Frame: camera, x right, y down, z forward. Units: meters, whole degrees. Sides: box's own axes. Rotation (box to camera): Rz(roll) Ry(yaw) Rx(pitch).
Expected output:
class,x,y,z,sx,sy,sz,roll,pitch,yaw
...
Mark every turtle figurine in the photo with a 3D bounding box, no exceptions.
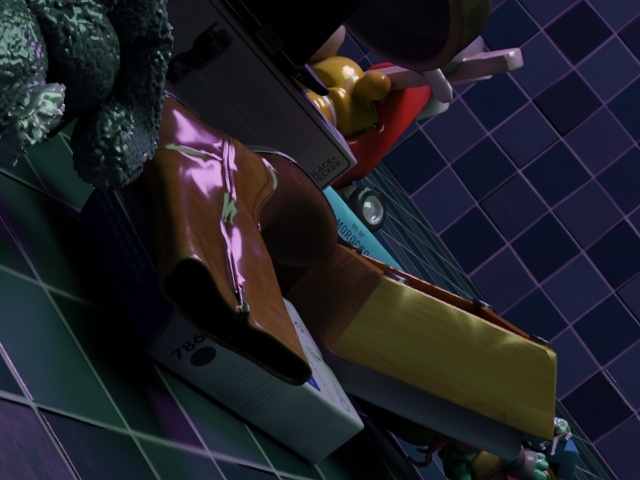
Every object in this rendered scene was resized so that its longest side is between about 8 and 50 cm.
class,x,y,z,sx,sy,sz,roll,pitch,yaw
turtle figurine,0.185,0.239,1.714,0.118,0.175,0.234,47,-6,28

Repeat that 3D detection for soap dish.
class,x,y,z,sx,sy,sz,roll,pitch,yaw
soap dish,0.097,0.100,1.577,0.229,0.118,0.291,24,3,-12

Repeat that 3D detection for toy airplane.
class,x,y,z,sx,sy,sz,roll,pitch,yaw
toy airplane,0.047,-0.211,2.100,0.272,0.386,0.384,61,3,-24

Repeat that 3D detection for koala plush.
class,x,y,z,sx,sy,sz,roll,pitch,yaw
koala plush,-0.215,-0.124,1.041,0.196,0.203,0.221,27,32,12

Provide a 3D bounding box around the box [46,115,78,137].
class,x,y,z,sx,sy,sz,roll,pitch,yaw
box,-0.287,-0.168,1.292,0.191,0.045,0.184,51,6,4

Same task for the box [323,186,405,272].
class,x,y,z,sx,sy,sz,roll,pitch,yaw
box,0.000,0.000,1.904,0.244,0.060,0.100,48,-33,-19

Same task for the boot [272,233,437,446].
class,x,y,z,sx,sy,sz,roll,pitch,yaw
boot,0.049,0.098,1.794,0.305,0.112,0.115,53,-7,8

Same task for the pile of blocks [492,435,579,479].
class,x,y,z,sx,sy,sz,roll,pitch,yaw
pile of blocks,0.244,0.246,2.011,0.362,0.149,0.112,49,8,-16

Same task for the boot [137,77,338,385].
class,x,y,z,sx,sy,sz,roll,pitch,yaw
boot,-0.046,0.006,1.237,0.264,0.096,0.280,46,10,-38

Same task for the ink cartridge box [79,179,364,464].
class,x,y,z,sx,sy,sz,roll,pitch,yaw
ink cartridge box,-0.094,0.056,1.307,0.332,0.065,0.165,44,11,-49

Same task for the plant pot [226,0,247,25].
class,x,y,z,sx,sy,sz,roll,pitch,yaw
plant pot,-0.165,-0.304,2.317,0.237,0.109,0.237,51,9,-11

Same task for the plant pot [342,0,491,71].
class,x,y,z,sx,sy,sz,roll,pitch,yaw
plant pot,0.130,-0.344,1.677,0.263,0.229,0.263,43,-25,25

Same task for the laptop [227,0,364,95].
class,x,y,z,sx,sy,sz,roll,pitch,yaw
laptop,-0.055,-0.382,1.661,0.382,0.236,0.408,51,5,5

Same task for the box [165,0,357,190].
class,x,y,z,sx,sy,sz,roll,pitch,yaw
box,-0.116,-0.147,1.699,0.290,0.169,0.087,47,9,-24
